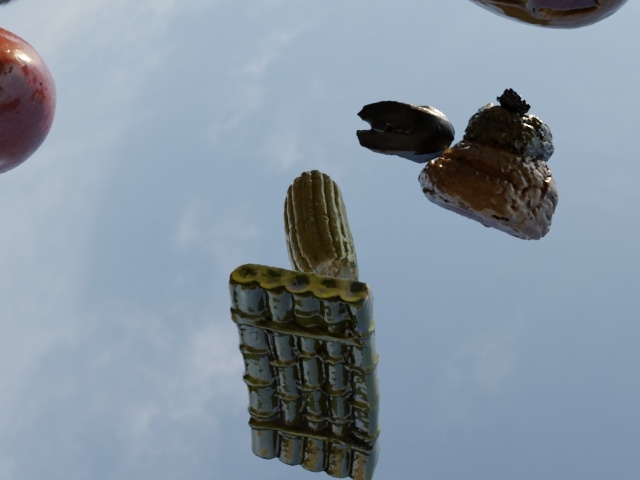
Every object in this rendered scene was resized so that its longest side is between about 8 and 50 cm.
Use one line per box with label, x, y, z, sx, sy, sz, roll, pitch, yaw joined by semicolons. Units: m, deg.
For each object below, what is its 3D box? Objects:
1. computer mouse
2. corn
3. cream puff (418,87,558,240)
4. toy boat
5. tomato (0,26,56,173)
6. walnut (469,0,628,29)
computer mouse;0.113;-0.147;1.266;0.135;0.047;0.079;9;-90;-2
corn;0.000;0.000;0.880;0.165;0.063;0.085;-105;-148;-61
cream puff;0.235;-0.104;1.236;0.183;0.183;0.169;24;-89;45
toy boat;-0.006;0.060;0.415;0.063;0.115;0.016;9;-138;16
tomato;-0.342;-0.146;0.958;0.167;0.167;0.167;-19;-134;21
walnut;0.219;-0.344;1.046;0.203;0.297;0.203;-164;-90;-78
